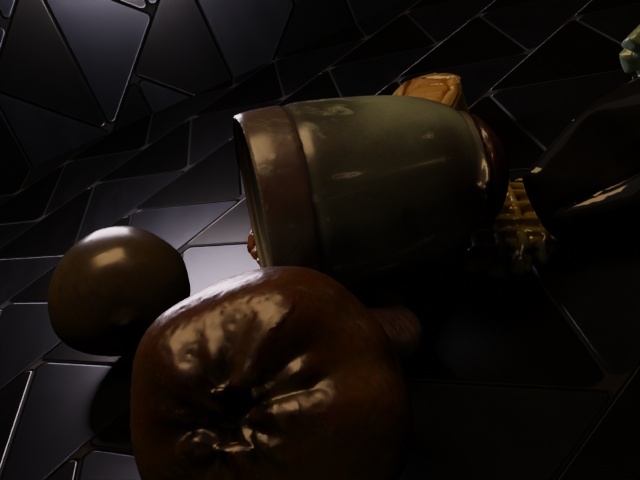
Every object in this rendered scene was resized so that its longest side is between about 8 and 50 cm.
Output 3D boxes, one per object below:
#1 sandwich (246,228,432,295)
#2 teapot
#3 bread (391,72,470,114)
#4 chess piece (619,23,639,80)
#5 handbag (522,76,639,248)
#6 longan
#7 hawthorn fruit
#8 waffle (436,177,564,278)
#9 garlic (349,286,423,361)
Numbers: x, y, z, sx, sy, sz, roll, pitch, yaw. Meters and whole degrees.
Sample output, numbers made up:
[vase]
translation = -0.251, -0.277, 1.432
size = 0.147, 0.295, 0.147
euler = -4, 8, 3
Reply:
[sandwich]
translation = 0.000, 0.000, 1.628
size = 0.250, 0.162, 0.301
euler = -31, 23, -30
[teapot]
translation = 0.062, -0.075, 1.438
size = 0.312, 0.233, 0.315
euler = -10, 18, -8
[bread]
translation = 0.184, -0.205, 2.008
size = 0.132, 0.114, 0.190
euler = -4, 36, 24
[chess piece]
translation = 0.600, -0.352, 1.818
size = 0.299, 0.194, 0.195
euler = -42, 25, -19
[handbag]
translation = 0.432, -0.148, 1.444
size = 0.342, 0.152, 0.288
euler = -28, 8, 29
[longan]
translation = -0.296, 0.075, 1.738
size = 0.220, 0.196, 0.196
euler = -23, 19, 18
[hawthorn fruit]
translation = -0.035, 0.157, 1.135
size = 0.268, 0.267, 0.301
euler = -21, -9, 10
[waffle]
translation = 0.218, -0.023, 1.521
size = 0.214, 0.054, 0.208
euler = 25, 41, 37
[garlic]
translation = 0.039, 0.112, 1.386
size = 0.159, 0.102, 0.147
euler = -21, 19, 9
